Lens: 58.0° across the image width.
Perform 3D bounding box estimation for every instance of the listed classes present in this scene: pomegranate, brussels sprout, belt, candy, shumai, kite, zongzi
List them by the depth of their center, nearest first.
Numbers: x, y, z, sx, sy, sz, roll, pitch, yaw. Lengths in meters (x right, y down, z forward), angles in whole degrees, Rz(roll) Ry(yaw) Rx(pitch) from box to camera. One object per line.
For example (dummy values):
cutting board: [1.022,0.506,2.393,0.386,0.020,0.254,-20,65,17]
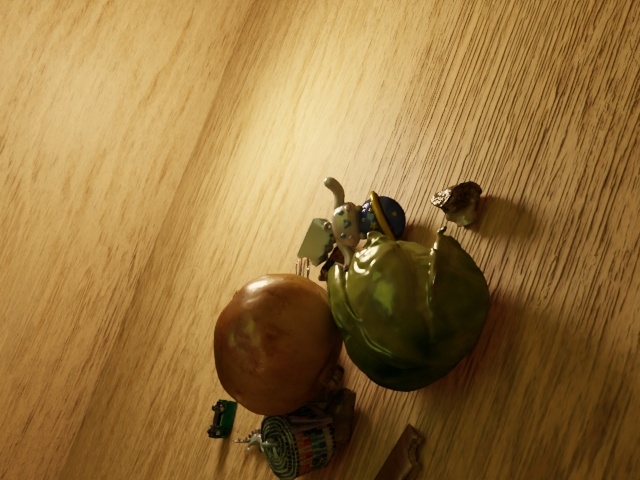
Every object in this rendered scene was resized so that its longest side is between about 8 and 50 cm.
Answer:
brussels sprout: [0.209,0.191,1.470,0.425,0.343,0.360,-39,35,40]
shumai: [0.391,-0.094,1.613,0.146,0.146,0.116,-23,71,46]
pomegranate: [-0.110,0.306,1.643,0.412,0.412,0.411,-31,47,40]
belt: [-0.081,0.599,1.712,0.295,0.161,0.206,-30,69,61]
zongzi: [0.033,0.516,1.756,0.176,0.079,0.160,1,73,57]
candy: [0.066,0.118,1.940,0.143,0.101,0.271,-52,29,6]
kite: [-0.076,0.172,2.172,0.141,0.015,0.245,-21,55,44]

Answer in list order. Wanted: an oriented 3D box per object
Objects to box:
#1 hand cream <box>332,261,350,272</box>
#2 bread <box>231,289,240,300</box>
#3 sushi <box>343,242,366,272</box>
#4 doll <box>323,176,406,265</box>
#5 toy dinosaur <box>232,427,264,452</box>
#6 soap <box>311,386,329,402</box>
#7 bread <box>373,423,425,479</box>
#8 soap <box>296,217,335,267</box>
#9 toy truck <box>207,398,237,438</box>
hand cream: [0.139,0.117,1.767,0.038,0.216,0.052,-62,-5,-56]
bread: [-0.281,0.292,2.315,0.269,0.098,0.087,-131,28,-53]
sushi: [0.173,0.113,1.714,0.215,0.192,0.050,-55,-1,15]
doll: [0.135,-0.084,1.836,0.243,0.160,0.310,-29,84,24]
toy dinosaur: [-0.230,0.703,2.032,0.209,0.039,0.082,-14,56,37]
soap: [-0.078,0.401,1.934,0.259,0.143,0.281,-22,58,46]
bread: [0.206,0.595,1.498,0.226,0.049,0.088,-60,34,7]
soap: [0.000,0.000,1.989,0.150,0.094,0.261,-61,-5,5]
toy truck: [-0.379,0.686,2.215,0.065,0.079,0.147,-15,58,48]
